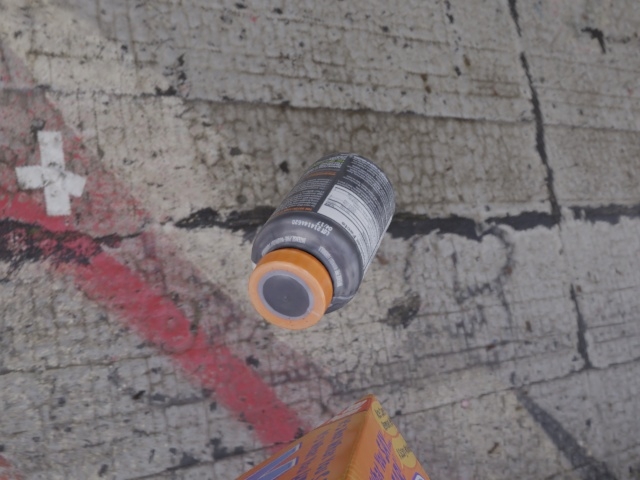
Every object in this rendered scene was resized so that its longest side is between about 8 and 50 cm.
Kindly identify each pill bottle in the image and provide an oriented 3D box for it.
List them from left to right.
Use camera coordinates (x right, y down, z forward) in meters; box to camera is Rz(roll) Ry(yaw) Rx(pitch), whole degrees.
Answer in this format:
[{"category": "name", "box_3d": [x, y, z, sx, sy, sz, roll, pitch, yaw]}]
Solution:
[{"category": "pill bottle", "box_3d": [0.000, 0.000, 0.833, 0.130, 0.130, 0.246, 50, 34, -12]}]

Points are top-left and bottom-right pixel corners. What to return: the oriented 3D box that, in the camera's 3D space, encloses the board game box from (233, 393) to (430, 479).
[{"category": "board game box", "box_3d": [-0.023, 0.383, 0.501, 0.356, 0.356, 0.356, -34, 85, 6]}]
